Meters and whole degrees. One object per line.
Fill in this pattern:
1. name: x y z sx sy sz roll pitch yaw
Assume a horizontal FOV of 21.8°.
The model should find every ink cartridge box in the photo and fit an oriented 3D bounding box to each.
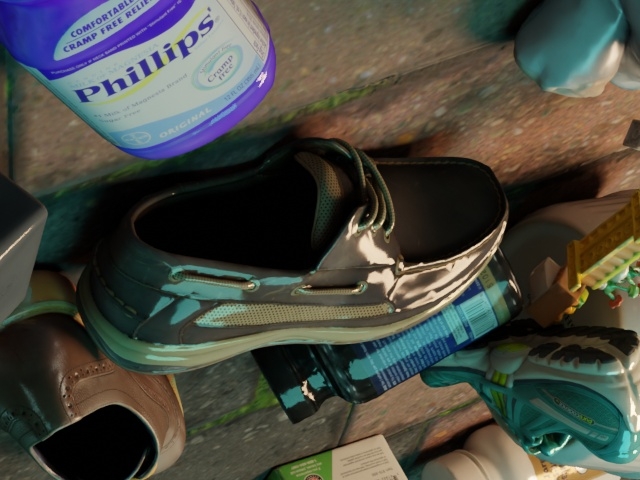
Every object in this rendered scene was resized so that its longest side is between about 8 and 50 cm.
1. ink cartridge box: 0.043 0.334 1.811 0.153 0.208 0.087 -12 150 -35

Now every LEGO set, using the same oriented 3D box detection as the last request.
1. LEGO set: 0.287 -0.027 1.352 0.107 0.132 0.287 22 104 -23

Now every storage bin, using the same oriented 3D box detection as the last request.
1. storage bin: -0.231 0.016 1.045 0.091 0.098 0.135 -47 170 -39

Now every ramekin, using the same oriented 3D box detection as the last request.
1. ramekin: 0.248 0.085 1.513 0.127 0.273 0.273 2 142 -32

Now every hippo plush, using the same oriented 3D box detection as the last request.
1. hippo plush: 0.302 -0.139 1.150 0.234 0.237 0.294 -18 153 -26

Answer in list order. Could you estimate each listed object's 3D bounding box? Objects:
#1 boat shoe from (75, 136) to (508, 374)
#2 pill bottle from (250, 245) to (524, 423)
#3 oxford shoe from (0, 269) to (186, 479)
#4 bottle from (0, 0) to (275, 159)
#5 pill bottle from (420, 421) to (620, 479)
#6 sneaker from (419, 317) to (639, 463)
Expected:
1. boat shoe: 0.000 0.000 1.212 0.355 0.132 0.130 -17 153 -29
2. pill bottle: 0.049 0.060 1.392 0.219 0.123 0.123 -29 156 -2
3. oxford shoe: -0.177 0.147 1.292 0.130 0.133 0.364 -32 156 2
4. bottle: -0.115 -0.135 0.863 0.118 0.092 0.283 -31 156 5
5. pill bottle: 0.243 0.280 2.030 0.229 0.131 0.131 -17 153 -28
6. sneaker: 0.172 0.131 1.425 0.107 0.110 0.275 -15 -170 -28
